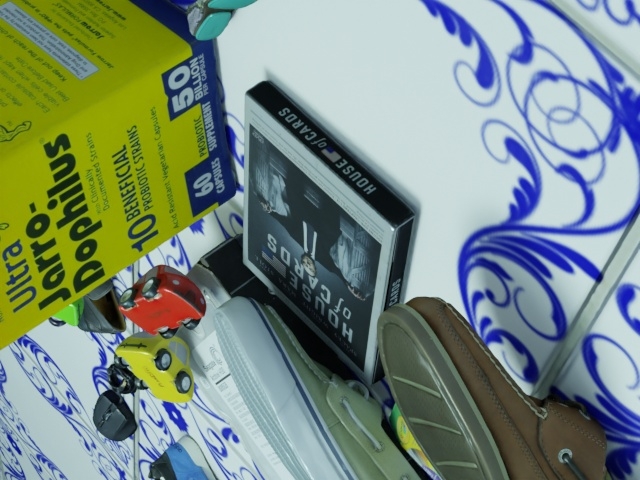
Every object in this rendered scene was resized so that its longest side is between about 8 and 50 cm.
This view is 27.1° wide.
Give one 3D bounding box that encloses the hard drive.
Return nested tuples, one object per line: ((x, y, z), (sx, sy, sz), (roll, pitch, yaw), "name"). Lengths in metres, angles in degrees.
((-0.032, 0.170, 1.348), (0.339, 0.064, 0.237), (55, 154, 2), "hard drive")

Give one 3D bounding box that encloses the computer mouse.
((-0.296, 0.236, 1.909), (0.071, 0.041, 0.242), (49, 153, 15), "computer mouse")

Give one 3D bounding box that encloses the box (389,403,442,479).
((0.131, 0.187, 1.110), (0.179, 0.043, 0.105), (44, 153, 18), "box")

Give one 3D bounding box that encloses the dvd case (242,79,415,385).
((0.000, 0.000, 1.124), (0.179, 0.029, 0.239), (43, 152, 25), "dvd case")

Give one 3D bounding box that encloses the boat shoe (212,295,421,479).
((0.011, 0.172, 1.192), (0.302, 0.094, 0.109), (58, 163, -2), "boat shoe")

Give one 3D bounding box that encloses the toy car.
((-0.218, 0.064, 1.323), (0.225, 0.053, 0.239), (20, 148, 4), "toy car")

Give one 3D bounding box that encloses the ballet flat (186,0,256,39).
((-0.077, -0.189, 1.020), (0.041, 0.041, 0.114), (57, 153, -4), "ballet flat")

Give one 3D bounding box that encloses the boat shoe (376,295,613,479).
((0.150, 0.158, 0.977), (0.307, 0.104, 0.110), (60, 163, -15), "boat shoe")

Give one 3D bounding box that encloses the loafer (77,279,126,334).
((-0.282, 0.050, 1.652), (0.061, 0.062, 0.170), (12, 139, 25), "loafer")

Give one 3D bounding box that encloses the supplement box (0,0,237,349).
((-0.273, -0.064, 1.137), (0.195, 0.356, 0.194), (37, 150, 33), "supplement box")

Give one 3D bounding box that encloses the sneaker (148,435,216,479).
((-0.172, 0.346, 1.775), (0.058, 0.084, 0.152), (-5, 117, 61), "sneaker")
